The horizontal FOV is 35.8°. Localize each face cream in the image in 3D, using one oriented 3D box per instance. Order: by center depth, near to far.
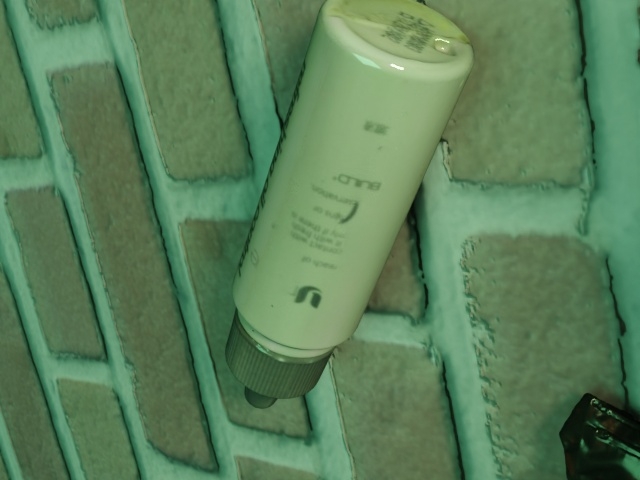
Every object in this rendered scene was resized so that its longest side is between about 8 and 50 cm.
[{"bbox_3d":[0.000,0.000,0.623,0.092,0.092,0.311,38,132,22],"label":"face cream"}]

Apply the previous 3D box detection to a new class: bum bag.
[{"bbox_3d":[0.193,0.133,0.556,0.124,0.034,0.057,23,110,31],"label":"bum bag"}]
